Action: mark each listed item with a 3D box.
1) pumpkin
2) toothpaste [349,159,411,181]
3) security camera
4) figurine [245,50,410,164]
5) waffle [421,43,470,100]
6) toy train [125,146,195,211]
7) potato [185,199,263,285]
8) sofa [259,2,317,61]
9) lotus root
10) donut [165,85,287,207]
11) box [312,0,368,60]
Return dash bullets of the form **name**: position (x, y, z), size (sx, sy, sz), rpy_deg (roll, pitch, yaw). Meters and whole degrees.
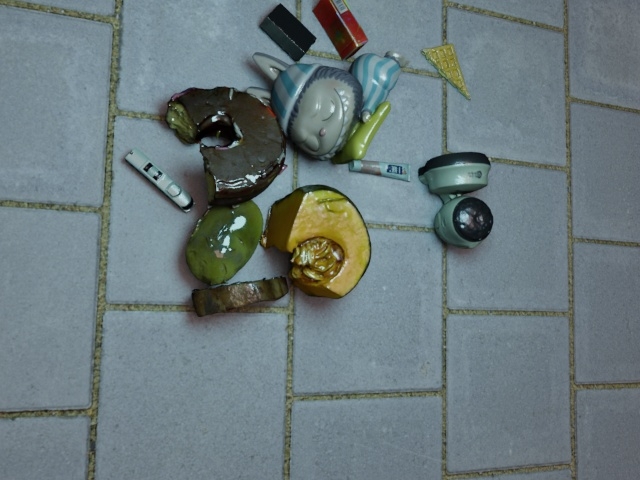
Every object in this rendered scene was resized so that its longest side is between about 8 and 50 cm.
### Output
- **pumpkin**: position (0.000, 0.000, 1.509), size (0.256, 0.225, 0.303), rpy_deg (-47, 108, -13)
- **toothpaste**: position (0.184, -0.215, 1.685), size (0.205, 0.036, 0.056), rpy_deg (4, 85, -24)
- **security camera**: position (0.417, -0.112, 1.679), size (0.196, 0.191, 0.277), rpy_deg (-3, 88, -22)
- **figurine**: position (0.001, -0.425, 1.518), size (0.377, 0.266, 0.361), rpy_deg (32, 70, -15)
- **waffle**: position (0.398, -0.523, 1.786), size (0.125, 0.032, 0.191), rpy_deg (-17, 90, -22)
- **toy train**: position (-0.410, -0.154, 1.455), size (0.207, 0.047, 0.043), rpy_deg (42, 75, -11)
- **potato**: position (-0.247, -0.006, 1.449), size (0.169, 0.143, 0.248), rpy_deg (36, 74, -10)
- **sofa**: position (-0.092, -0.592, 1.607), size (0.147, 0.060, 0.085), rpy_deg (40, 57, -13)
- **lotus root**: position (-0.199, 0.138, 1.453), size (0.260, 0.170, 0.075), rpy_deg (-10, 86, -14)
- **donut**: position (-0.225, -0.253, 1.447), size (0.259, 0.136, 0.345), rpy_deg (-21, 69, -27)
- **box**: position (0.058, -0.624, 1.628), size (0.048, 0.112, 0.175), rpy_deg (-36, 99, -20)
